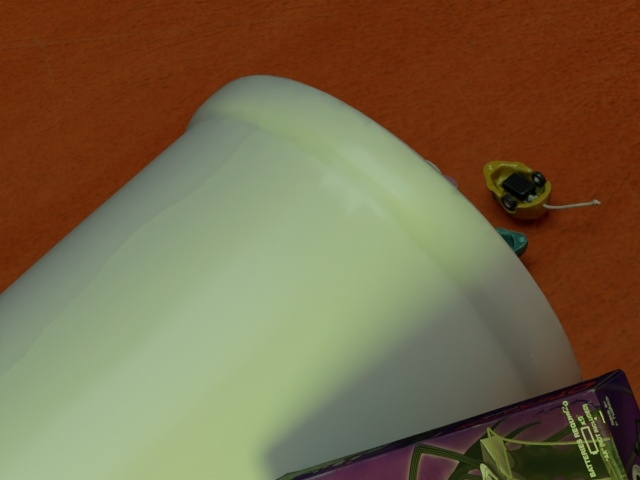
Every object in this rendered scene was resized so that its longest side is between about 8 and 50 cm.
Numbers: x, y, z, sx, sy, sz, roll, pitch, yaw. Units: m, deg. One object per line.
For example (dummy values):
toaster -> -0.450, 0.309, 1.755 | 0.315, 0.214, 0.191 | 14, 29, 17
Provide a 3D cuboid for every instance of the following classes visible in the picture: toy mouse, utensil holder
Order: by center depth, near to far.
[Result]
utensil holder -> -0.083, 0.143, 1.103 | 0.327, 0.328, 0.385 | 31, 64, 36
toy mouse -> 0.110, -0.008, 1.387 | 0.161, 0.031, 0.143 | 30, 61, 36

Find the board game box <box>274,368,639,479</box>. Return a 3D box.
board game box -> 0.114, 0.257, 0.887 | 0.208, 0.347, 0.056 | -22, -1, 34
